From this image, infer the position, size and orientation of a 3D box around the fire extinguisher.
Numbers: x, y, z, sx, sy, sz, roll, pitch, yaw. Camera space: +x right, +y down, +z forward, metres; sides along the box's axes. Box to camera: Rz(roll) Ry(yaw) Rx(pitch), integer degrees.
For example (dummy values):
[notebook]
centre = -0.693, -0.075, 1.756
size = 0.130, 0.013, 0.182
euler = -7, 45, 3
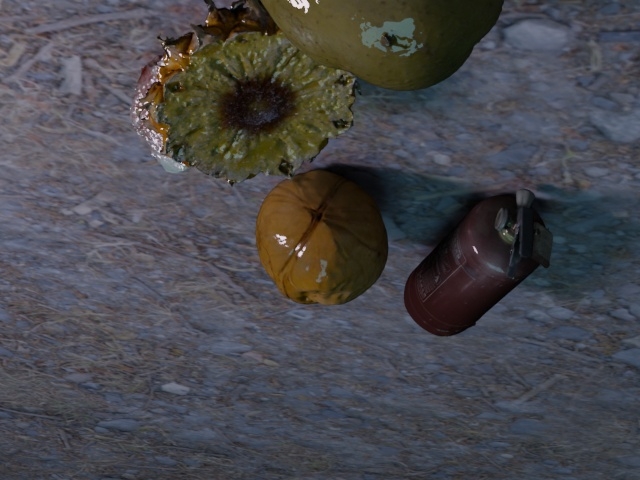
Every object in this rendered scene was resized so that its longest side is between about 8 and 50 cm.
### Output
[fire extinguisher]
centre = 0.176, 0.025, 1.711
size = 0.104, 0.105, 0.269
euler = 14, 155, -13

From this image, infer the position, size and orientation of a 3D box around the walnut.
[walnut]
centre = 0.000, 0.000, 1.681
size = 0.144, 0.144, 0.180
euler = 3, 159, 13

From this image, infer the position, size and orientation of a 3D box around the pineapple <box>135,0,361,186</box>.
[pineapple]
centre = -0.060, -0.131, 1.405
size = 0.221, 0.047, 0.221
euler = -12, 136, -12

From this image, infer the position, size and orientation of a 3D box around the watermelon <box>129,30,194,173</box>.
[watermelon]
centre = -0.108, -0.146, 1.476
size = 0.094, 0.081, 0.180
euler = 42, 126, -17

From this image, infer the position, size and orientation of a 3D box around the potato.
[potato]
centre = 0.043, -0.199, 1.233
size = 0.194, 0.157, 0.157
euler = 26, 153, -7
